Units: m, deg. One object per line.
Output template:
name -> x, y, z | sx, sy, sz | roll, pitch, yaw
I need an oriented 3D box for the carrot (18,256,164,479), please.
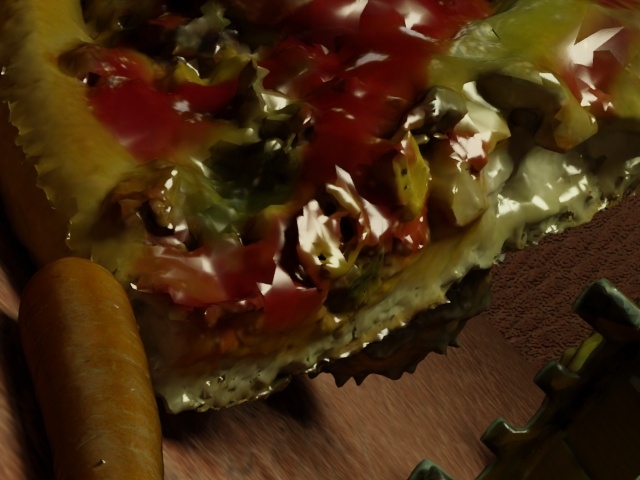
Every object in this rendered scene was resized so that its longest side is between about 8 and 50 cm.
carrot -> -0.069, 0.068, 0.558 | 0.043, 0.043, 0.248 | 44, 8, -28

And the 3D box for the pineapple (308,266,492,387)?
pineapple -> 0.000, 0.000, 1.081 | 0.175, 0.175, 0.361 | 47, -10, -5

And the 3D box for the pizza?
pizza -> 0.035, -0.099, 0.858 | 0.440, 0.406, 0.130 | -106, -164, -51

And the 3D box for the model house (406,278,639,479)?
model house -> 0.191, 0.172, 0.982 | 0.215, 0.198, 0.224 | 42, 5, -16

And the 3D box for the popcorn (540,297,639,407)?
popcorn -> 0.310, 0.212, 1.456 | 0.321, 0.290, 0.326 | -38, 117, -48
